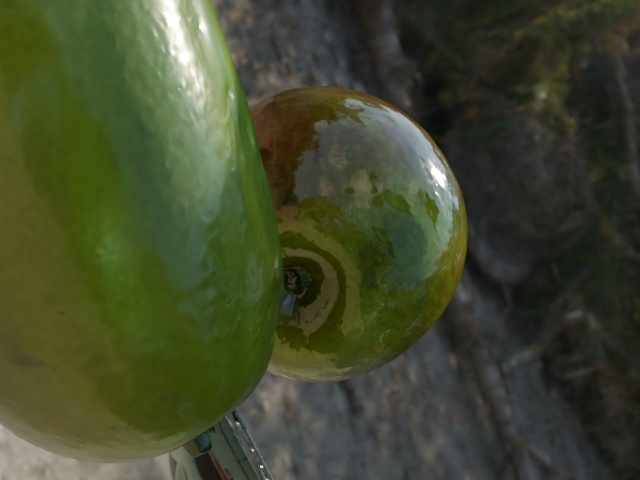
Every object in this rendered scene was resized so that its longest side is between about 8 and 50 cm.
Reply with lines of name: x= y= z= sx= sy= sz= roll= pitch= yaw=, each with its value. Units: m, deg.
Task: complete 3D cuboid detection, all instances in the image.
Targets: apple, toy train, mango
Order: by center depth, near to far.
mango: x=-0.099 y=-0.028 z=0.619 sx=0.185 sy=0.149 sz=0.273 roll=-88 pitch=168 yaw=-51
toy train: x=-0.078 y=0.270 z=1.527 sx=0.086 sy=0.088 sz=0.407 roll=-111 pitch=177 yaw=-62
apple: x=0.000 y=0.000 z=1.753 sx=0.339 sy=0.339 sz=0.340 roll=54 pitch=25 yaw=-41
